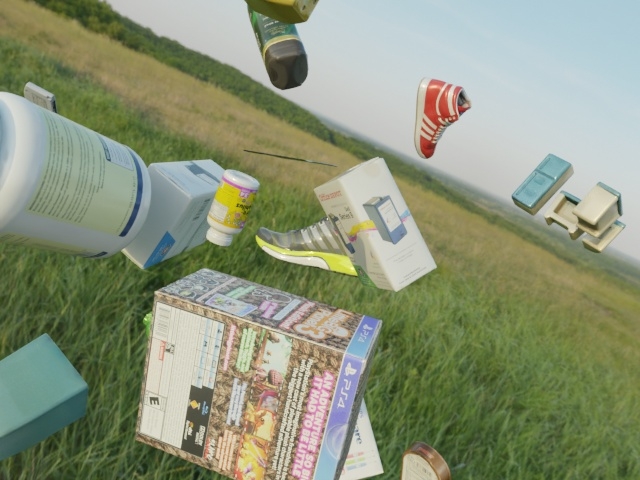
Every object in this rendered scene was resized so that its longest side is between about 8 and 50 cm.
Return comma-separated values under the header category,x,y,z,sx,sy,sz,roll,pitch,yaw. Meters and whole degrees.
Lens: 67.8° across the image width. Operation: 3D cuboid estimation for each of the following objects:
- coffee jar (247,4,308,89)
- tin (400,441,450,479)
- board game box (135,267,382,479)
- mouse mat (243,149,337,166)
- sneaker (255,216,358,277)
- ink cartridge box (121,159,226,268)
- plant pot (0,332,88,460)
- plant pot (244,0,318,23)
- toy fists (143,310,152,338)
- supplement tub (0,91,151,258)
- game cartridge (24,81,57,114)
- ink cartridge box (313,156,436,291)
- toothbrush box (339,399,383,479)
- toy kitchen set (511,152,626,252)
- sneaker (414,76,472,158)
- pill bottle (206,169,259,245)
category,x,y,z,sx,sy,sz,roll,pitch,yaw
coffee jar,-0.080,-0.377,0.893,0.096,0.079,0.184,84,-12,-65
tin,0.223,0.522,1.035,0.040,0.190,0.106,-23,34,-34
board game box,-0.086,0.197,0.677,0.291,0.232,0.141,16,15,12
mouse mat,-0.063,-0.182,1.064,0.152,0.007,0.189,13,10,23
sneaker,0.000,0.000,1.025,0.300,0.121,0.111,11,-2,19
ink cartridge box,-0.356,-0.080,1.212,0.129,0.223,0.307,39,16,3
plant pot,-0.658,0.355,1.019,0.166,0.165,0.234,44,44,14
plant pot,-0.043,-0.303,0.556,0.083,0.081,0.081,36,11,16
toy fists,-0.475,0.264,1.668,0.279,0.096,0.142,-33,67,-24
supplement tub,-0.485,-0.105,0.816,0.235,0.235,0.325,32,3,26
game cartridge,-0.531,-0.263,0.903,0.056,0.017,0.083,25,-29,-14
ink cartridge box,0.090,-0.026,0.842,0.212,0.093,0.154,64,-16,-8
toothbrush box,0.062,0.551,1.303,0.122,0.283,0.206,-8,62,-12
toy kitchen set,0.465,-0.097,0.884,0.207,0.122,0.166,45,6,40
sneaker,0.165,-0.156,0.640,0.067,0.118,0.042,22,51,30
pill bottle,-0.105,-0.037,0.553,0.043,0.083,0.043,22,16,-7
